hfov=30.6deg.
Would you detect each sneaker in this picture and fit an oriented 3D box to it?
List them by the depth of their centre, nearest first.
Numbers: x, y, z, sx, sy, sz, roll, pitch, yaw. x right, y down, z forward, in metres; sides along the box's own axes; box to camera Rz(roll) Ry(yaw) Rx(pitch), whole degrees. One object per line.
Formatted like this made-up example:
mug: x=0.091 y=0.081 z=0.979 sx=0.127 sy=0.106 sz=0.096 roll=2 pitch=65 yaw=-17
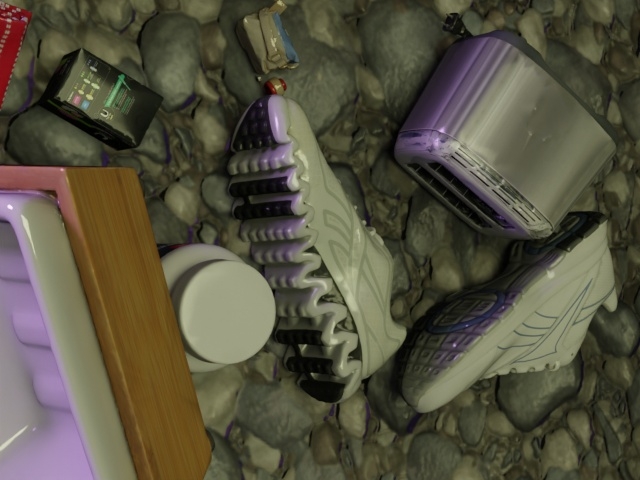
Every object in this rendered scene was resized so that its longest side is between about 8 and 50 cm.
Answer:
sneaker: x=0.000 y=0.000 z=1.089 sx=0.118 sy=0.110 sz=0.292 roll=-26 pitch=110 yaw=-33
sneaker: x=0.205 y=0.090 z=1.188 sx=0.297 sy=0.111 sz=0.129 roll=-35 pitch=111 yaw=-22

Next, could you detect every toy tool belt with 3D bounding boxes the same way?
toy tool belt: x=-0.040 y=-0.178 z=1.091 sx=0.051 sy=0.052 sz=0.083 roll=-28 pitch=103 yaw=-16

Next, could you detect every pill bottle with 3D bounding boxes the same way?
pill bottle: x=-0.111 y=0.055 z=0.980 sx=0.108 sy=0.180 sz=0.107 roll=0 pitch=90 yaw=-28

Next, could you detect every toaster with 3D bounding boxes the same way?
toaster: x=0.175 y=-0.102 z=1.159 sx=0.227 sy=0.129 sz=0.146 roll=39 pitch=75 yaw=-23

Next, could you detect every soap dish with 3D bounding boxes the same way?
soap dish: x=-0.208 y=0.072 z=0.892 sx=0.118 sy=0.229 sz=0.290 roll=-30 pitch=115 yaw=-44

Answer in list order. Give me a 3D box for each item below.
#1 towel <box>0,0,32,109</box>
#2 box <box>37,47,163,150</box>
towel: x=-0.371 y=-0.116 z=0.868 sx=0.275 sy=0.031 sz=0.198 roll=10 pitch=117 yaw=-34
box: x=-0.189 y=-0.120 z=1.006 sx=0.083 sy=0.062 sz=0.052 roll=30 pitch=78 yaw=-24
